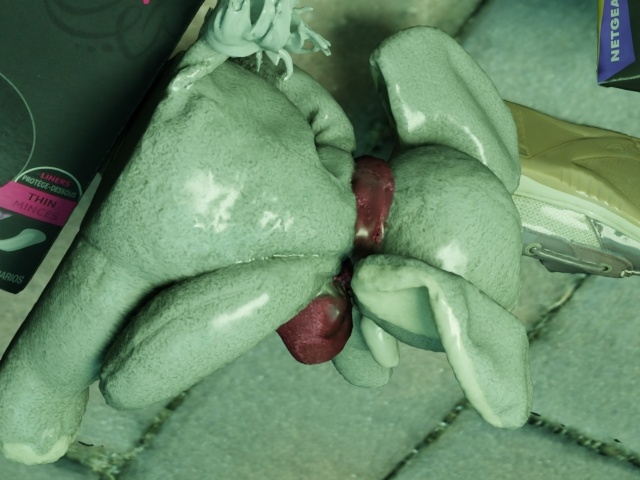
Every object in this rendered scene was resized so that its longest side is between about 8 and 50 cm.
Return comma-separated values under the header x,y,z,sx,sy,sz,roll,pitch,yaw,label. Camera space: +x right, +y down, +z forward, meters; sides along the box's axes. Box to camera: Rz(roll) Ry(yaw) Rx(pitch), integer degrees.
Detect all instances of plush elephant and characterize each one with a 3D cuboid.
x,y,z,sx,sy,sz,roll,pitch,yaw,label
0.000,0.000,0.774,0.255,0.272,0.330,29,136,-14,plush elephant

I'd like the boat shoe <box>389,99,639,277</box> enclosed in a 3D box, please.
x,y,z,sx,sy,sz,roll,pitch,yaw,label
0.179,-0.022,0.935,0.285,0.103,0.092,17,133,-13,boat shoe

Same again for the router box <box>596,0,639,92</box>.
x,y,z,sx,sy,sz,roll,pitch,yaw,label
0.342,-0.119,0.714,0.309,0.081,0.243,3,177,-39,router box

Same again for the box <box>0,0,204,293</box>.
x,y,z,sx,sy,sz,roll,pitch,yaw,label
-0.192,-0.125,0.786,0.165,0.143,0.270,22,125,-22,box
